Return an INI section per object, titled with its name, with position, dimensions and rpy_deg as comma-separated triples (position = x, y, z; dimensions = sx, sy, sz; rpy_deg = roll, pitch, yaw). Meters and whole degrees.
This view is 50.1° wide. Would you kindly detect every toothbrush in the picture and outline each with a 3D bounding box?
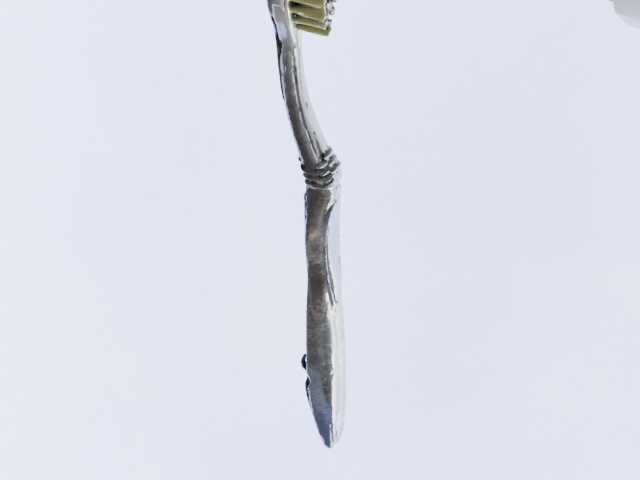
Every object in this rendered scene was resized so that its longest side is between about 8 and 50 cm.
[toothbrush]
position = 0.000, 0.000, 0.438
dimensions = 0.042, 0.035, 0.413
rpy_deg = 18, -48, 25

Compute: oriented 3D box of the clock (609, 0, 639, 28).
[clock]
position = 0.132, -0.269, 0.448
dimensions = 0.342, 0.325, 0.184
rpy_deg = 16, -55, 1
